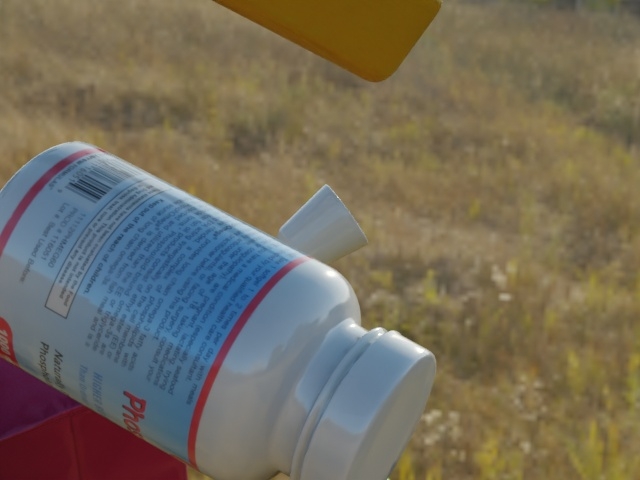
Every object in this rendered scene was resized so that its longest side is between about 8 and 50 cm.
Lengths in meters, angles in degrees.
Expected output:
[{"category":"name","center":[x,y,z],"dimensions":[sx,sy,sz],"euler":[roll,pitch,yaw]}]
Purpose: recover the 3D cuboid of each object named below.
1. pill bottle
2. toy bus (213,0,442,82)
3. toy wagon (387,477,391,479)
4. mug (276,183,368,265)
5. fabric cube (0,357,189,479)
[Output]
[{"category":"pill bottle","center":[-0.043,0.034,0.547],"dimensions":[0.160,0.087,0.087],"euler":[27,18,19]},{"category":"toy bus","center":[-0.064,-0.248,1.204],"dimensions":[0.333,0.108,0.130],"euler":[22,23,-40]},{"category":"toy wagon","center":[0.030,0.274,0.940],"dimensions":[0.344,0.267,0.068],"euler":[18,23,41]},{"category":"mug","center":[0.001,0.000,1.290],"dimensions":[0.064,0.078,0.062],"euler":[-36,41,-3]},{"category":"fabric cube","center":[-0.310,0.185,1.696],"dimensions":[0.259,0.258,0.254],"euler":[-20,48,-19]}]
